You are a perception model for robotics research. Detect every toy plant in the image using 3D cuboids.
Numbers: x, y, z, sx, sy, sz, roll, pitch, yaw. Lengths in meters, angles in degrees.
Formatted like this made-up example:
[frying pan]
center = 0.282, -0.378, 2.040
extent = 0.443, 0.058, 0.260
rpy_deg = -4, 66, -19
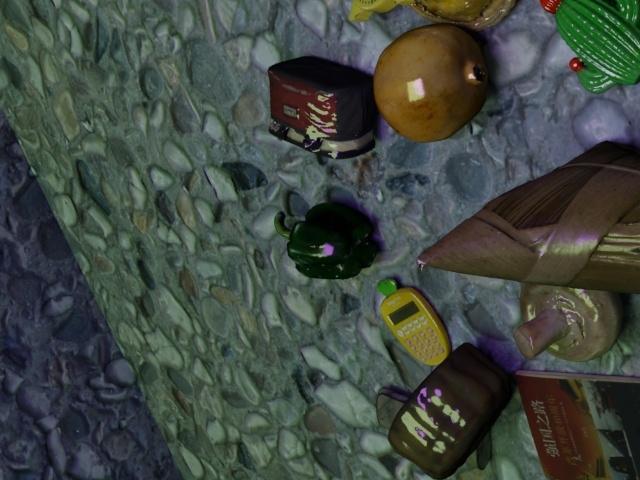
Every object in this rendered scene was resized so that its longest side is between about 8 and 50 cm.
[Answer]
[toy plant]
center = 0.461, -0.361, 1.632
extent = 0.155, 0.088, 0.240
rpy_deg = -27, 81, 38

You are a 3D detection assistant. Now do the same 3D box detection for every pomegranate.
[pomegranate]
center = 0.202, -0.292, 1.838
extent = 0.233, 0.233, 0.233
rpy_deg = 25, 129, 35

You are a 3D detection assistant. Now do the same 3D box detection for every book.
[book]
center = 0.582, 0.390, 1.997
extent = 0.374, 0.028, 0.262
rpy_deg = -4, 111, 47

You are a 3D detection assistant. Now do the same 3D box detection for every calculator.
[calculator]
center = 0.211, 0.184, 2.256
extent = 0.235, 0.032, 0.146
rpy_deg = 56, 140, 3

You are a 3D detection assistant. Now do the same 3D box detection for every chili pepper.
[chili pepper]
center = 0.000, 0.000, 2.270
extent = 0.261, 0.174, 0.165
rpy_deg = 9, 144, 42

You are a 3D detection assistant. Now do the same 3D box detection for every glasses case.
[glasses case]
center = 0.264, 0.442, 2.332
extent = 0.299, 0.060, 0.114
rpy_deg = 16, 123, 40

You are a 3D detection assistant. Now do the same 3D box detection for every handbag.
[handbag]
center = -0.002, -0.273, 2.093
extent = 0.254, 0.181, 0.181
rpy_deg = 25, 127, 39

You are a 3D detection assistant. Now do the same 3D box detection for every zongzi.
[zongzi]
center = 0.472, 0.037, 1.501
extent = 0.500, 0.467, 0.218
rpy_deg = 25, 135, 51

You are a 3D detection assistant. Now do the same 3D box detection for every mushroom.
[mushroom]
center = 0.448, 0.144, 1.845
extent = 0.207, 0.215, 0.207
rpy_deg = 35, 140, 36

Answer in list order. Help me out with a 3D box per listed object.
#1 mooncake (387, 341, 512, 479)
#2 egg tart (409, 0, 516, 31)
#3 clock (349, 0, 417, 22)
[mooncake]
center = 0.282, 0.365, 2.094
extent = 0.161, 0.290, 0.290
rpy_deg = 39, 136, 17
[egg tart]
center = 0.229, -0.507, 1.767
extent = 0.291, 0.107, 0.290
rpy_deg = 24, 129, 34
[clock]
center = 0.106, -0.553, 1.788
extent = 0.277, 0.071, 0.293
rpy_deg = 172, 102, -65
